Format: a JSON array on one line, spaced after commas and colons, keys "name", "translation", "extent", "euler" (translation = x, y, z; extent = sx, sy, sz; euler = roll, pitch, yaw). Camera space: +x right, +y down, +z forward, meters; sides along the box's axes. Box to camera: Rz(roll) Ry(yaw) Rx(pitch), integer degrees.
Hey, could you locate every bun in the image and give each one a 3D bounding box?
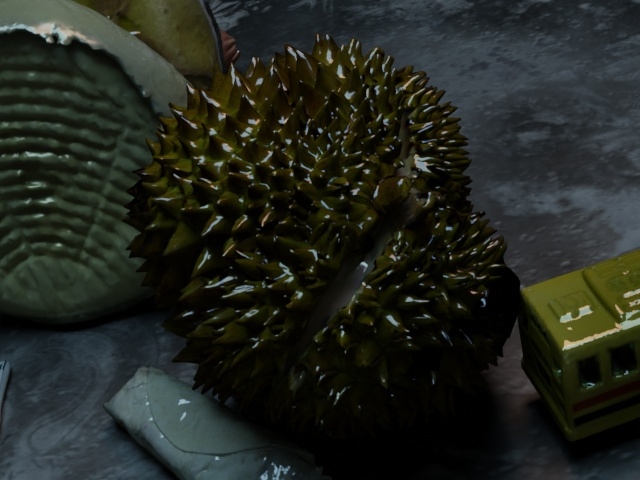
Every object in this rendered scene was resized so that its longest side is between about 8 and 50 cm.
[{"name": "bun", "translation": [-0.275, -0.096, 1.507], "extent": [0.364, 0.364, 0.202], "euler": [-6, 31, 14]}]

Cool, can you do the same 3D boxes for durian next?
[{"name": "durian", "translation": [0.002, 0.005, 1.206], "extent": [0.348, 0.347, 0.384], "euler": [-31, -3, -23]}]

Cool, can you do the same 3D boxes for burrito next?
[{"name": "burrito", "translation": [-0.100, 0.174, 1.265], "extent": [0.082, 0.059, 0.275], "euler": [-47, 41, -15]}]

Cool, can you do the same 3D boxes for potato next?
[{"name": "potato", "translation": [-0.253, -0.173, 1.675], "extent": [0.299, 0.246, 0.196], "euler": [-45, 15, 47]}]

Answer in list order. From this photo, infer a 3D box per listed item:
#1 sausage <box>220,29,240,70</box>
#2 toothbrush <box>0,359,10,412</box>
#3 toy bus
[{"name": "sausage", "translation": [-0.316, -0.199, 1.908], "extent": [0.433, 0.088, 0.088], "euler": [-16, 32, -2]}, {"name": "toothbrush", "translation": [-0.316, 0.175, 1.387], "extent": [0.017, 0.022, 0.204], "euler": [-27, 30, 12]}, {"name": "toy bus", "translation": [0.336, 0.054, 1.208], "extent": [0.336, 0.123, 0.121], "euler": [-19, 32, -5]}]
